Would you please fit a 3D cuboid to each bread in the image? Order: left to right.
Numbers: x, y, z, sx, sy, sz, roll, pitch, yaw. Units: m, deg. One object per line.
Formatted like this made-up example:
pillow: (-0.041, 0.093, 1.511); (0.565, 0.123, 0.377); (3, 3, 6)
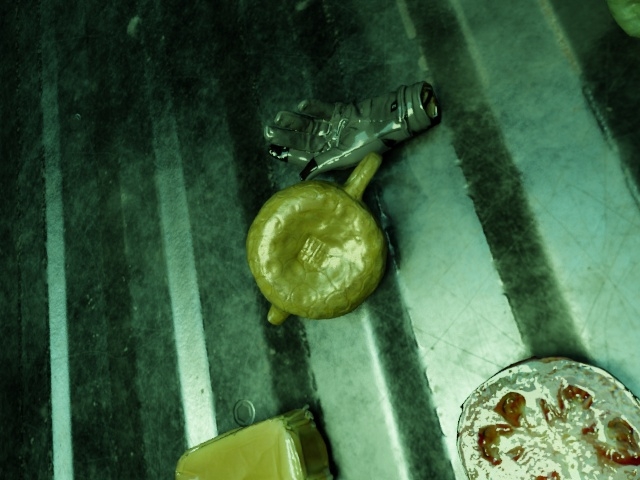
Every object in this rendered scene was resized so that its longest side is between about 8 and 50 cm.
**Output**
bread: (-0.103, 0.358, 0.708); (0.241, 0.107, 0.136); (-30, 64, 20)

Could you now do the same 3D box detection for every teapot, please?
teapot: (0.000, 0.000, 0.704); (0.203, 0.167, 0.311); (30, 96, -4)

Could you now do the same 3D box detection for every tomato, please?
tomato: (0.277, 0.246, 0.535); (0.225, 0.085, 0.225); (-9, 73, 30)

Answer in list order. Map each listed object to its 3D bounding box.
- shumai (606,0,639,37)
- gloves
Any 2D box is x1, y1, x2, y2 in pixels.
shumai: (0.467, -0.377, 0.487); (0.304, 0.309, 0.263); (-11, 50, 35)
gloves: (0.048, -0.171, 0.734); (0.285, 0.119, 0.142); (-6, 65, 14)
